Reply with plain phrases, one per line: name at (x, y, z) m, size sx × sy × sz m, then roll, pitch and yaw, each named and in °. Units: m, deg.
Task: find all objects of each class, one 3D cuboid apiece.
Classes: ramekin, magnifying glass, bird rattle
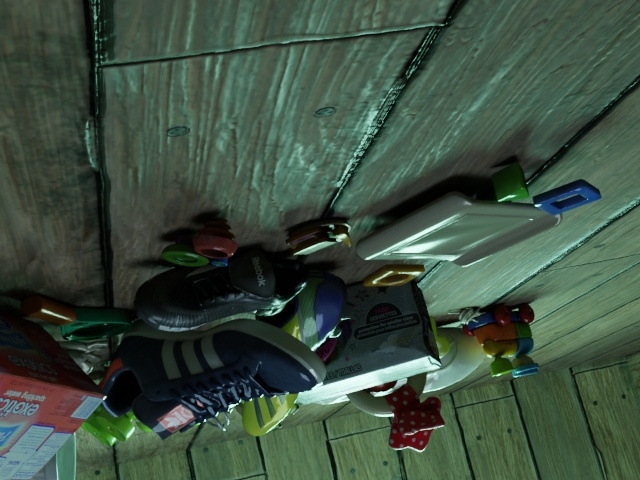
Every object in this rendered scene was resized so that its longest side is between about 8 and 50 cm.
ramekin at (-0.514, 0.385, 1.755) m, size 0.109 × 0.207 × 0.207 m, roll -2°, pitch 163°, yaw -5°
magnifying glass at (-0.314, 0.100, 1.240) m, size 0.092 × 0.026 × 0.231 m, roll -15°, pitch 166°, yaw 8°
bird rattle at (0.138, 0.263, 1.824) m, size 0.207 × 0.253 × 0.143 m, roll 10°, pitch 165°, yaw 6°

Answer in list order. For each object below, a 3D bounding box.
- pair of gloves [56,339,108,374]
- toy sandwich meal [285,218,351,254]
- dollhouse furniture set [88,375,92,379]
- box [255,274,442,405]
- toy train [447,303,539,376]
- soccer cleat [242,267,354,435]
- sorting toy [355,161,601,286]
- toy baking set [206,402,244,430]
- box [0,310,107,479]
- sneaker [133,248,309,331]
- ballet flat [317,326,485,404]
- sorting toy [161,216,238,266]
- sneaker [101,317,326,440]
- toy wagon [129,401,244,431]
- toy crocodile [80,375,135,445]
pair of gloves at (-0.421, 0.172, 1.339) m, size 0.204 × 0.042 × 0.240 m, roll 5°, pitch 159°, yaw -31°
toy sandwich meal at (0.000, 0.000, 1.134) m, size 0.086 × 0.029 × 0.085 m, roll -12°, pitch 165°, yaw -3°
dollhouse furniture set at (-0.466, 0.246, 1.624) m, size 0.076 × 0.058 × 0.152 m, roll -32°, pitch 177°, yaw 30°
box at (0.046, 0.155, 1.516) m, size 0.247 × 0.142 × 0.163 m, roll -18°, pitch 163°, yaw 10°
toy train at (0.347, 0.211, 1.960) m, size 0.248 × 0.143 × 0.105 m, roll 2°, pitch 158°, yaw -45°
soccer cleat at (-0.061, 0.154, 1.358) m, size 0.121 × 0.093 × 0.289 m, roll 16°, pitch 119°, yaw -23°
sorting toy at (0.165, -0.020, 1.180) m, size 0.196 × 0.047 × 0.348 m, roll 7°, pitch 155°, yaw -41°
toy baking set at (-0.201, 0.220, 1.500) m, size 0.030 × 0.197 × 0.256 m, roll -46°, pitch -174°, yaw -29°
box at (-0.389, 0.165, 1.057) m, size 0.154 × 0.142 × 0.300 m, roll -49°, pitch 160°, yaw -1°
sneaker at (-0.107, 0.052, 1.151) m, size 0.234 × 0.078 × 0.106 m, roll -4°, pitch 160°, yaw -43°
ballet flat at (0.151, 0.243, 1.976) m, size 0.400 × 0.139 × 0.139 m, roll -11°, pitch 164°, yaw -5°
sorting toy at (-0.122, 0.000, 1.029) m, size 0.061 × 0.042 × 0.102 m, roll 22°, pitch 156°, yaw -40°
sneaker at (-0.152, 0.193, 1.264) m, size 0.350 × 0.148 × 0.131 m, roll -5°, pitch 134°, yaw 40°
toy wagon at (-0.282, 0.337, 2.024) m, size 0.344 × 0.068 × 0.267 m, roll 2°, pitch 158°, yaw -42°
toy crocodile at (-0.351, 0.273, 1.660) m, size 0.115 × 0.105 × 0.340 m, roll -52°, pitch -171°, yaw -27°
